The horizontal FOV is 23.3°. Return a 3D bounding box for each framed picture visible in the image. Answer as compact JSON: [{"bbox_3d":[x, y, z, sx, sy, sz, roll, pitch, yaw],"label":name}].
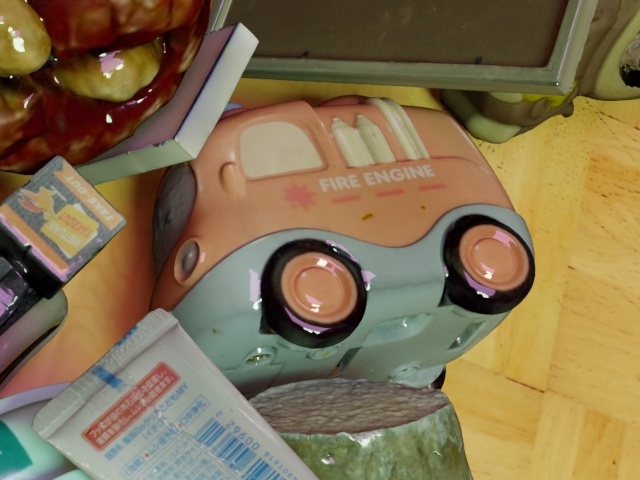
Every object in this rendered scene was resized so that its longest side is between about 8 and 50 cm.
[{"bbox_3d":[0.063,-0.213,1.076,0.024,0.315,0.232,35,69,-48],"label":"framed picture"}]

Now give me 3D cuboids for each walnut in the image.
[{"bbox_3d":[-0.198,-0.187,0.960,0.244,0.221,0.269,1,48,-51],"label":"walnut"}]

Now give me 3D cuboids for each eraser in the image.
[{"bbox_3d":[-0.115,-0.087,1.044,0.023,0.150,0.103,41,58,-29],"label":"eraser"}]

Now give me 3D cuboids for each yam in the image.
[{"bbox_3d":[0.053,0.221,0.957,0.133,0.133,0.330,-31,115,-28],"label":"yam"}]

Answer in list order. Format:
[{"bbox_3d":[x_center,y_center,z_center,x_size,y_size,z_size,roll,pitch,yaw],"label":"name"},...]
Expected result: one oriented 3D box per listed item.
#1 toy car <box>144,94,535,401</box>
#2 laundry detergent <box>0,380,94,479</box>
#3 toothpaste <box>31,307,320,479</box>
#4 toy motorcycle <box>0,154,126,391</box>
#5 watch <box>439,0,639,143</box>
[{"bbox_3d":[0.000,0.000,1.050,0.271,0.180,0.212,-10,64,-26],"label":"toy car"},{"bbox_3d":[-0.134,0.234,0.826,0.287,0.305,0.287,8,68,-20],"label":"laundry detergent"},{"bbox_3d":[-0.021,0.135,0.709,0.234,0.057,0.089,44,58,6],"label":"toothpaste"},{"bbox_3d":[-0.241,0.073,0.928,0.091,0.157,0.263,44,60,0],"label":"toy motorcycle"},{"bbox_3d":[0.205,-0.288,1.202,0.335,0.314,0.326,-20,67,-16],"label":"watch"}]
